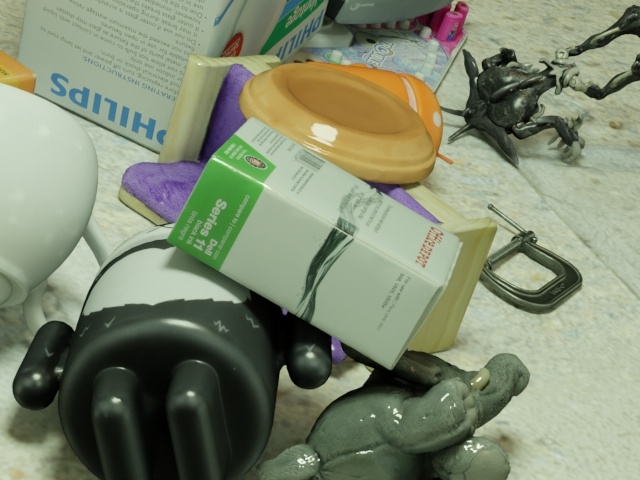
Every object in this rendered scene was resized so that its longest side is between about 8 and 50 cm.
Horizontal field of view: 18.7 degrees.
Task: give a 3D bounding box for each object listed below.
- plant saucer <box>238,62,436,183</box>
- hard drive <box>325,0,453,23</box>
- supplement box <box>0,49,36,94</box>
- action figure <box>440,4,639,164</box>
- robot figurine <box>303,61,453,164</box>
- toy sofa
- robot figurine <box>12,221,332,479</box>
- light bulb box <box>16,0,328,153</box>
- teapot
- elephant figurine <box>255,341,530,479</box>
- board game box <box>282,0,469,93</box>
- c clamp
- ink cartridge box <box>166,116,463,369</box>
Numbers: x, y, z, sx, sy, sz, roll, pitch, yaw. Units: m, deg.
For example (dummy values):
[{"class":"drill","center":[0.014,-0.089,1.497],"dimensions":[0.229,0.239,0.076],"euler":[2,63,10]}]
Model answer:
[{"class":"plant saucer","center":[0.021,-0.119,1.863],"dimensions":[0.200,0.037,0.200],"euler":[18,24,-9]},{"class":"hard drive","center":[0.057,-0.336,2.474],"dimensions":[0.172,0.054,0.255],"euler":[36,32,29]},{"class":"supplement box","center":[-0.395,-0.132,1.912],"dimensions":[0.078,0.080,0.233],"euler":[34,33,31]},{"class":"action figure","center":[0.275,-0.176,2.340],"dimensions":[0.276,0.141,0.164],"euler":[-22,66,1]},{"class":"robot figurine","center":[0.039,-0.128,2.115],"dimensions":[0.219,0.128,0.158],"euler":[5,6,-24]},{"class":"toy sofa","center":[-0.022,-0.034,1.886],"dimensions":[0.177,0.150,0.362],"euler":[-9,38,-43]},{"class":"robot figurine","center":[-0.117,0.095,1.562],"dimensions":[0.209,0.173,0.278],"euler":[30,25,-11]},{"class":"light bulb box","center":[-0.127,-0.341,2.092],"dimensions":[0.225,0.361,0.358],"euler":[26,40,12]},{"class":"teapot","center":[-0.308,-0.014,1.632],"dimensions":[0.256,0.252,0.187],"euler":[4,70,7]},{"class":"elephant figurine","center":[0.070,0.149,1.628],"dimensions":[0.186,0.169,0.239],"euler":[47,17,-19]},{"class":"board game box","center":[-0.023,-0.287,2.449],"dimensions":[0.390,0.050,0.390],"euler":[21,27,5]},{"class":"c clamp","center":[0.208,0.024,2.064],"dimensions":[0.137,0.022,0.161],"euler":[31,28,12]},{"class":"ink cartridge box","center":[0.000,0.000,1.568],"dimensions":[0.208,0.087,0.153],"euler":[30,18,2]}]
